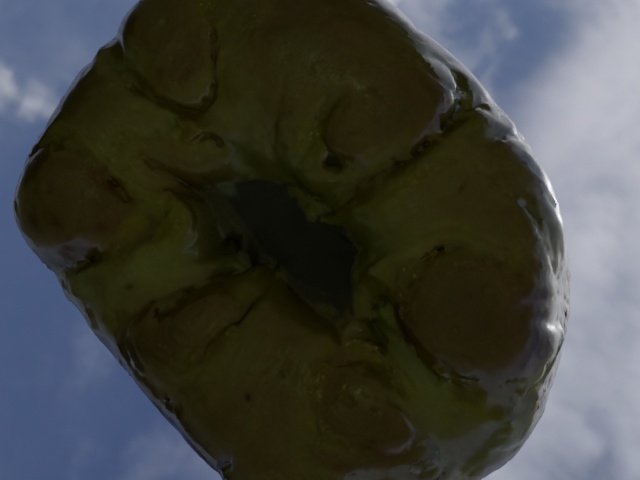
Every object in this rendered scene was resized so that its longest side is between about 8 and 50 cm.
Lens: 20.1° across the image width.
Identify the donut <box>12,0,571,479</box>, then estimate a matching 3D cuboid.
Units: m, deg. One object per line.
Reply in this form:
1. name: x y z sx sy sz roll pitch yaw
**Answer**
1. donut: 0.000 0.000 0.818 0.208 0.128 0.261 -44 -105 14
